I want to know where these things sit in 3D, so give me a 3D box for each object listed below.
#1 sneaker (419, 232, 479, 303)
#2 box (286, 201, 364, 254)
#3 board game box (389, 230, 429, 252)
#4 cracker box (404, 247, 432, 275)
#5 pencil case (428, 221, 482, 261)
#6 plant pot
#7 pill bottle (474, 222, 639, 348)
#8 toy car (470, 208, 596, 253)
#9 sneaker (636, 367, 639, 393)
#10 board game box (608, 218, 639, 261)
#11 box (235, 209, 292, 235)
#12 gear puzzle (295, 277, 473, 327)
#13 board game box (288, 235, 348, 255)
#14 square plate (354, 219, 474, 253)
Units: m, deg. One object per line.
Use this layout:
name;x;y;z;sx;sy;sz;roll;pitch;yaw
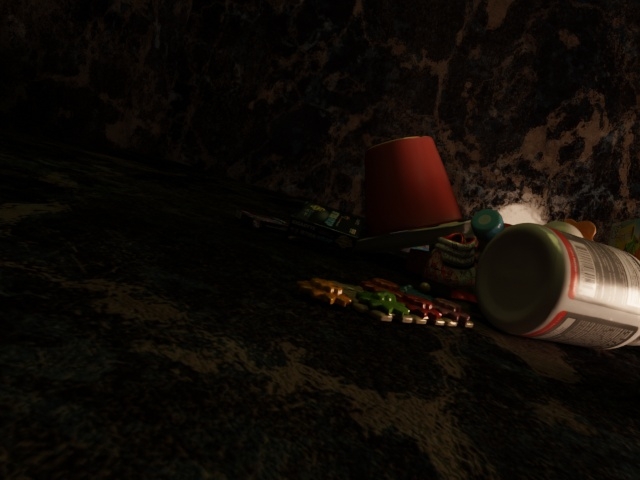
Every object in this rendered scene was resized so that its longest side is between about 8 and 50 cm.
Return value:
sneaker;0.356;0.067;1.219;0.270;0.145;0.090;12;8;-35
box;0.019;-0.038;1.386;0.175;0.051;0.220;19;16;5
board game box;0.391;0.019;1.979;0.281;0.027;0.145;16;27;-7
cracker box;0.365;0.080;1.459;0.156;0.067;0.232;21;9;40
pencil case;0.525;0.058;1.580;0.183;0.160;0.410;-41;38;-26
plant pot;0.239;-0.150;1.464;0.275;0.243;0.275;-11;-1;0
pill bottle;0.504;0.102;1.023;0.363;0.210;0.210;14;7;-26
toy car;0.509;0.012;1.210;0.219;0.238;0.210;54;10;-42
sneaker;0.503;0.211;0.770;0.076;0.065;0.166;13;5;8
board game box;0.828;0.070;1.300;0.079;0.253;0.336;12;-4;3
box;-0.144;-0.048;1.462;0.162;0.029;0.116;13;7;-33
gear puzzle;0.098;0.087;0.871;0.339;0.044;0.175;11;9;-38
board game box;0.000;0.000;1.393;0.169;0.033;0.133;14;7;-12
square plate;0.292;-0.011;1.501;0.344;0.049;0.347;-11;-2;38
